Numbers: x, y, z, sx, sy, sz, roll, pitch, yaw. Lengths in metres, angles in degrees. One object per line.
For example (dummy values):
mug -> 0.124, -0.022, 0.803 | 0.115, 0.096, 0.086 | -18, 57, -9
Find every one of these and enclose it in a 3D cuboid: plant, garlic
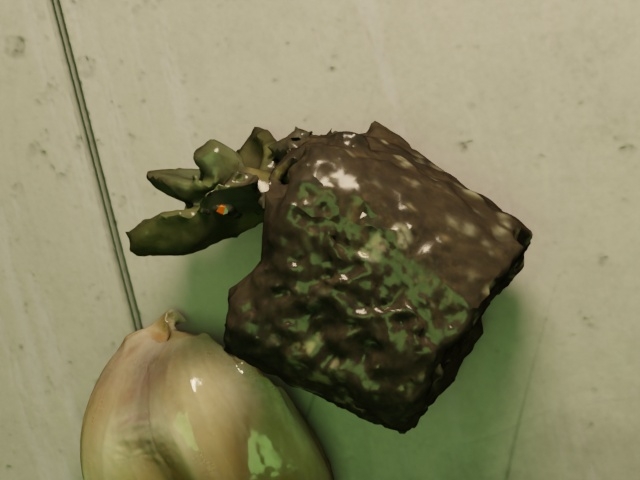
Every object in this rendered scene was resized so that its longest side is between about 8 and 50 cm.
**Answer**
plant -> 0.000, 0.000, 1.318 | 0.312, 0.215, 0.213 | 36, 109, 12
garlic -> -0.124, 0.187, 1.436 | 0.217, 0.110, 0.228 | -32, 88, 21
